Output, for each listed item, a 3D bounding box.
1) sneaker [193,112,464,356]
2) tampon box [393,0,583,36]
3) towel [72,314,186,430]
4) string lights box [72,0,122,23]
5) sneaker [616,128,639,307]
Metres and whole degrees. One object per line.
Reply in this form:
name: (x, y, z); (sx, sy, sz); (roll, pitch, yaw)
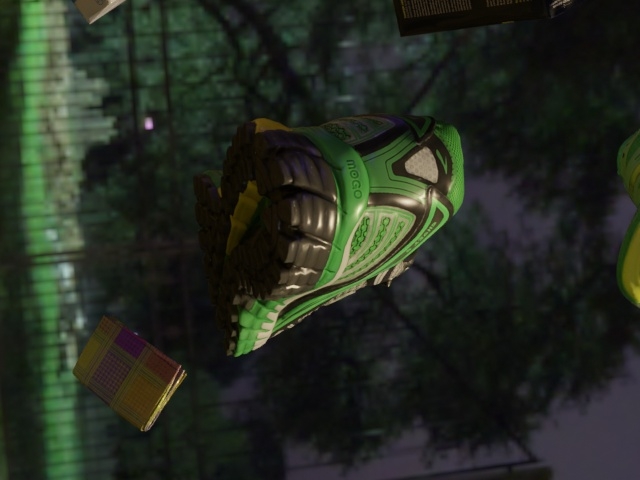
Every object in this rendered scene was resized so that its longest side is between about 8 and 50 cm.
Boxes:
sneaker: (0.000, 0.000, 0.942); (0.343, 0.146, 0.134); (153, -72, -73)
tampon box: (0.159, -0.260, 1.300); (0.161, 0.120, 0.101); (-1, -70, 38)
towel: (-0.149, 0.102, 1.069); (0.060, 0.083, 0.009); (-59, 160, 5)
string lights box: (-0.317, -0.427, 1.781); (0.260, 0.133, 0.077); (53, -34, -7)
sneaker: (0.295, -0.039, 1.090); (0.123, 0.109, 0.295); (-37, -165, 49)
